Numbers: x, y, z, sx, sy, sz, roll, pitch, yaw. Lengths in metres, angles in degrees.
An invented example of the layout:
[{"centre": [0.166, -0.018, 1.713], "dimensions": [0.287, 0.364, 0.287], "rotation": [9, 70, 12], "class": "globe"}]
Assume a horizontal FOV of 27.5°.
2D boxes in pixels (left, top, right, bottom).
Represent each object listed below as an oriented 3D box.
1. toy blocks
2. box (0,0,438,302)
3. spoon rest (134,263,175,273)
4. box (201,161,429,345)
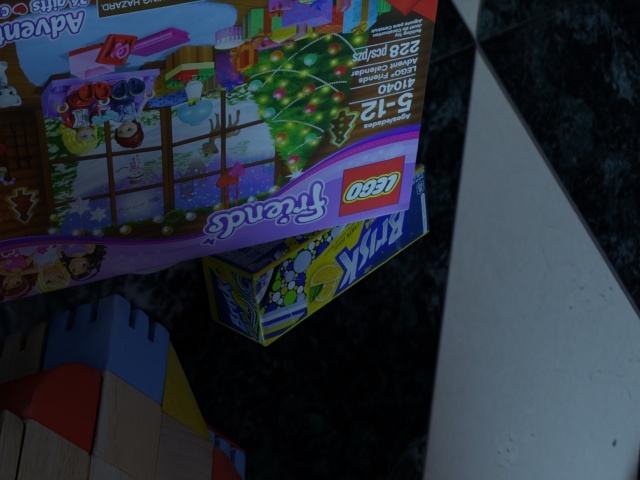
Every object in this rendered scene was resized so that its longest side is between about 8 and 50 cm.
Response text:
[{"centre": [-0.128, 0.156, 0.694], "dimensions": [0.381, 0.191, 0.261], "rotation": [42, 38, -43], "class": "toy blocks"}, {"centre": [-0.085, -0.074, 0.682], "dimensions": [0.293, 0.057, 0.201], "rotation": [-13, 138, -17], "class": "box"}, {"centre": [-0.123, -0.098, 0.775], "dimensions": [0.137, 0.084, 0.276], "rotation": [-46, 136, -27], "class": "spoon rest"}, {"centre": [0.000, 0.000, 0.892], "dimensions": [0.169, 0.054, 0.059], "rotation": [-33, 131, -34], "class": "box"}]
